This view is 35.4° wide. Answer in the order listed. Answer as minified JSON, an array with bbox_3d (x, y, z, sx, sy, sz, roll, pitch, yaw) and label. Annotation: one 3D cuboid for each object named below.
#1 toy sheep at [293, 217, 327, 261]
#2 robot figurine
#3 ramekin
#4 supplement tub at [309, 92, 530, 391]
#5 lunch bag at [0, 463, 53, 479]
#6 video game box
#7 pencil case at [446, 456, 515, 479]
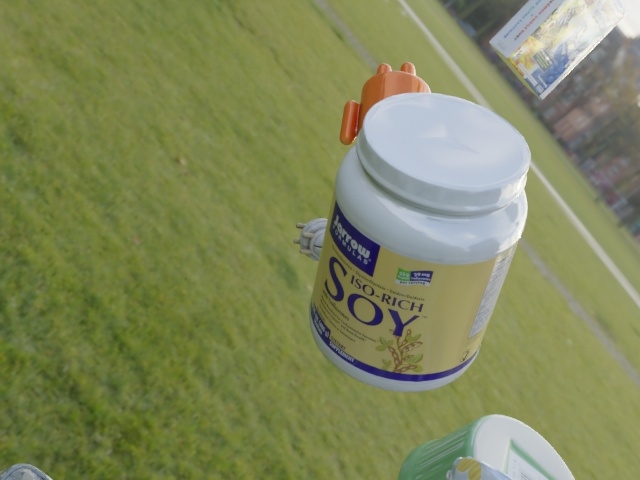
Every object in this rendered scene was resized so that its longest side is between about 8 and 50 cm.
[{"bbox_3d":[0.000,0.000,1.899,0.091,0.091,0.132,44,8,-25],"label":"toy sheep"},{"bbox_3d":[0.126,-0.203,1.738,0.158,0.128,0.219,18,59,-20],"label":"robot figurine"},{"bbox_3d":[0.279,0.420,1.557,0.303,0.148,0.303,30,37,-26],"label":"ramekin"},{"bbox_3d":[0.124,0.005,1.285,0.241,0.331,0.241,7,39,-5],"label":"supplement tub"},{"bbox_3d":[-0.408,0.457,1.313,0.305,0.256,0.212,46,41,-20],"label":"lunch bag"},{"bbox_3d":[0.357,-0.316,1.488,0.048,0.187,0.205,47,12,26],"label":"video game box"},{"bbox_3d":[0.169,0.409,1.257,0.124,0.273,0.113,29,-13,6],"label":"pencil case"}]
